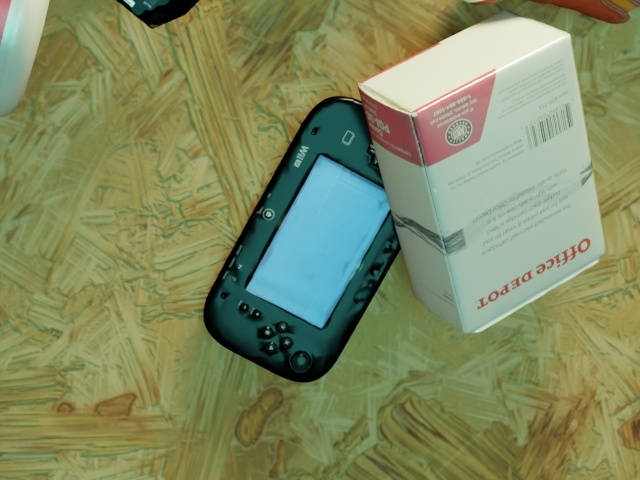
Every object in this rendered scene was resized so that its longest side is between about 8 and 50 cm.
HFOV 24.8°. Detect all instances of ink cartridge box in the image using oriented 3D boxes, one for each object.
[{"bbox_3d":[0.179,-0.072,1.572,0.207,0.117,0.283,-28,123,-19],"label":"ink cartridge box"}]

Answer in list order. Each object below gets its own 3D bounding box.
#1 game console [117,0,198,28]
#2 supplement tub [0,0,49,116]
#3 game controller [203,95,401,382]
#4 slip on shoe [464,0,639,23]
[{"bbox_3d":[-0.218,-0.390,1.410,0.361,0.044,0.213,40,93,-19],"label":"game console"},{"bbox_3d":[-0.394,-0.236,1.352,0.272,0.191,0.191,14,102,-14],"label":"supplement tub"},{"bbox_3d":[0.000,0.000,1.637,0.166,0.067,0.319,27,98,-17],"label":"game controller"},{"bbox_3d":[0.309,-0.285,1.598,0.331,0.123,0.101,-9,111,-14],"label":"slip on shoe"}]
